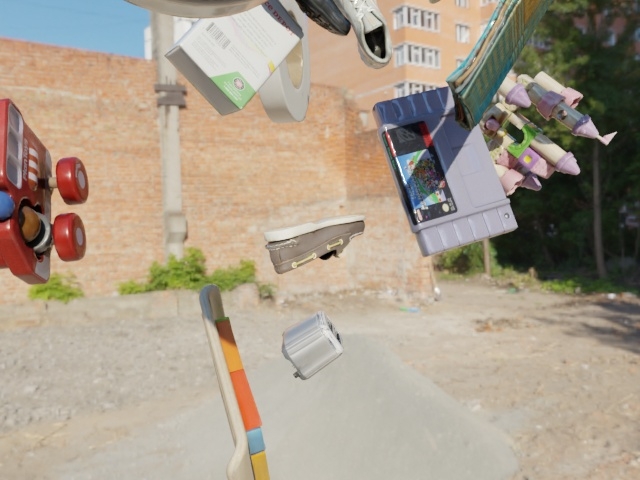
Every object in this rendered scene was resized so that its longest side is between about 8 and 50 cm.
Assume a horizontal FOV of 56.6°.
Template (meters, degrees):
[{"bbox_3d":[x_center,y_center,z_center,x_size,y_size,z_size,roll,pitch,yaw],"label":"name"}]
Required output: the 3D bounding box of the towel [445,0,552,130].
[{"bbox_3d":[0.313,-0.360,0.930,0.040,0.370,0.271,32,7,15],"label":"towel"}]

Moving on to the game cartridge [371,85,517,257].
[{"bbox_3d":[0.268,-0.159,1.304,0.230,0.354,0.068,-16,-8,-18],"label":"game cartridge"}]

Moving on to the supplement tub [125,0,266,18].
[{"bbox_3d":[-0.025,-0.212,0.199,0.191,0.191,0.272,-2,-4,-24],"label":"supplement tub"}]

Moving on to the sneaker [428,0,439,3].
[{"bbox_3d":[0.324,-0.745,1.658,0.058,0.084,0.152,-22,-25,-20],"label":"sneaker"}]

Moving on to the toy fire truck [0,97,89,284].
[{"bbox_3d":[-0.567,-0.080,1.126,0.170,0.302,0.254,-6,-20,-3],"label":"toy fire truck"}]

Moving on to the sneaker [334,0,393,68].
[{"bbox_3d":[0.100,-0.514,1.341,0.099,0.262,0.121,-30,17,5],"label":"sneaker"}]

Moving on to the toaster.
[{"bbox_3d":[-0.022,0.292,1.678,0.146,0.129,0.227,-34,9,4],"label":"toaster"}]

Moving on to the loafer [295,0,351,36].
[{"bbox_3d":[-0.016,-0.452,1.052,0.223,0.078,0.076,35,1,-36],"label":"loafer"}]

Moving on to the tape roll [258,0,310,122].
[{"bbox_3d":[-0.102,-0.516,1.630,0.072,0.391,0.392,-1,2,12],"label":"tape roll"}]

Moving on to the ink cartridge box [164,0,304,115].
[{"bbox_3d":[-0.154,-0.361,1.095,0.154,0.212,0.093,45,-20,-26],"label":"ink cartridge box"}]

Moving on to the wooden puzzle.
[{"bbox_3d":[-0.098,0.204,0.713,0.044,0.221,0.238,-11,46,-10],"label":"wooden puzzle"}]

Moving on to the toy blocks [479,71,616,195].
[{"bbox_3d":[0.515,-0.227,1.457,0.309,0.288,0.260,-18,58,-48],"label":"toy blocks"}]

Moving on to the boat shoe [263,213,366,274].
[{"bbox_3d":[0.000,0.000,1.357,0.117,0.096,0.324,-6,5,37],"label":"boat shoe"}]
